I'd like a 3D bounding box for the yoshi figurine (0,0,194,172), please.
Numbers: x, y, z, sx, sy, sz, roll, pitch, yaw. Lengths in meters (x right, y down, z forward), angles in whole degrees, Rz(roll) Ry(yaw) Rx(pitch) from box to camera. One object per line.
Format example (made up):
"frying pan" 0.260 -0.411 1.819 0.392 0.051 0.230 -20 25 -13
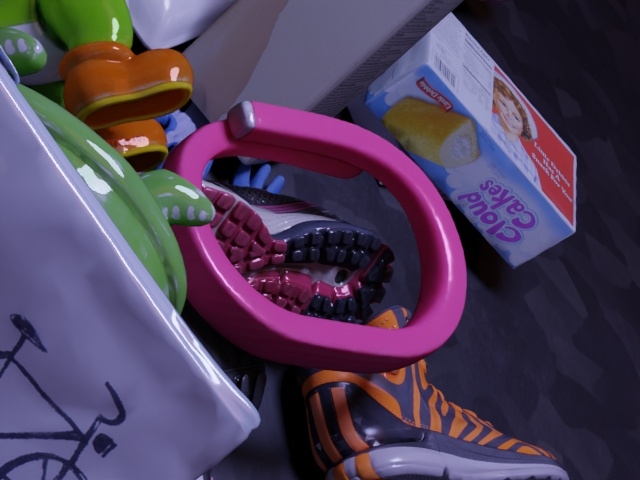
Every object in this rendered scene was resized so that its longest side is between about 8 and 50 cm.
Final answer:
"yoshi figurine" -0.200 -0.238 1.541 0.362 0.203 0.203 64 14 19

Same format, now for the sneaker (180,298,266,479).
"sneaker" -0.093 0.139 1.373 0.147 0.104 0.296 23 37 -41

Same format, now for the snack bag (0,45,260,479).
"snack bag" -0.241 0.079 1.001 0.323 0.342 0.037 55 -12 -4

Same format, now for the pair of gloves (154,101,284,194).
"pair of gloves" -0.088 -0.056 1.694 0.198 0.023 0.159 51 27 -13

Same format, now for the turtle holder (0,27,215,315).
"turtle holder" -0.242 0.006 1.128 0.320 0.243 0.227 55 43 -25

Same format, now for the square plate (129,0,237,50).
"square plate" -0.137 -0.371 1.791 0.347 0.049 0.344 -29 85 -50

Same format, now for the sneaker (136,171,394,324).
"sneaker" -0.083 0.008 1.552 0.299 0.121 0.112 15 13 -40

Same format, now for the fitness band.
"fitness band" 0.000 0.000 1.476 0.290 0.054 0.209 10 59 -40

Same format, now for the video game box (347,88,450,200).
"video game box" 0.093 -0.146 2.072 0.187 0.048 0.205 9 53 -53

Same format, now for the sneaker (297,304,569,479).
"sneaker" 0.102 0.153 1.669 0.321 0.124 0.180 20 45 -50

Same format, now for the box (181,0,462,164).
"box" 0.025 -0.216 1.710 0.121 0.311 0.148 51 17 7

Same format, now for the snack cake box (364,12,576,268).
"snack cake box" 0.167 -0.117 2.017 0.264 0.089 0.152 46 28 -23
